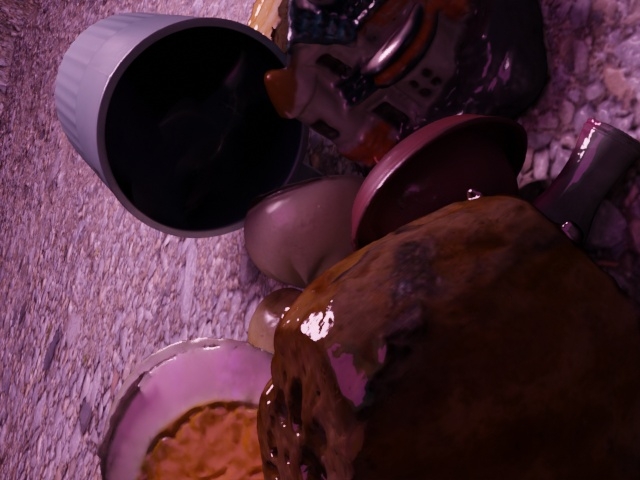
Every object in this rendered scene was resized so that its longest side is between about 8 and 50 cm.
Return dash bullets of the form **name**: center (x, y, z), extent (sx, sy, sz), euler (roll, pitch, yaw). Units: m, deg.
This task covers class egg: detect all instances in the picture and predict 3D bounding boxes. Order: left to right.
- **egg**: center (-0.072, 0.237, 0.863), extent (0.286, 0.174, 0.264), euler (4, 86, 25)

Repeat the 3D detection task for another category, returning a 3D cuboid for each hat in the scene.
- **hat**: center (0.123, -0.030, 0.758), extent (0.205, 0.205, 0.089), euler (-53, 54, 24)

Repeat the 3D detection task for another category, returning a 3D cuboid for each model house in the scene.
- **model house**: center (0.047, -0.222, 0.882), extent (0.271, 0.300, 0.190), euler (-31, 43, 44)

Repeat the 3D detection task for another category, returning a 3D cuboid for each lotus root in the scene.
- **lotus root**: center (0.067, 0.121, 0.636), extent (0.316, 0.250, 0.316), euler (31, 128, 49)

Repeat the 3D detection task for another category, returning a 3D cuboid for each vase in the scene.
- **vase**: center (0.207, -0.006, 0.729), extent (0.214, 0.086, 0.086), euler (-59, 35, 9)

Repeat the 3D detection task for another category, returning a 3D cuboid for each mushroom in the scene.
- **mushroom**: center (-0.023, 0.124, 0.954), extent (0.148, 0.112, 0.148), euler (41, 139, 48)

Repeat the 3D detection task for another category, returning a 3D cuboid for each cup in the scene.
- **cup**: center (-0.169, -0.173, 1.081), extent (0.311, 0.331, 0.257), euler (32, 122, 56)

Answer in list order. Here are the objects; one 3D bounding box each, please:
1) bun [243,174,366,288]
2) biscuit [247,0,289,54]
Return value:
- **bun**: center (0.000, 0.000, 0.941), extent (0.173, 0.172, 0.120), euler (-26, 73, 46)
- **biscuit**: center (-0.073, -0.357, 1.322), extent (0.118, 0.061, 0.183), euler (-14, 60, 54)
